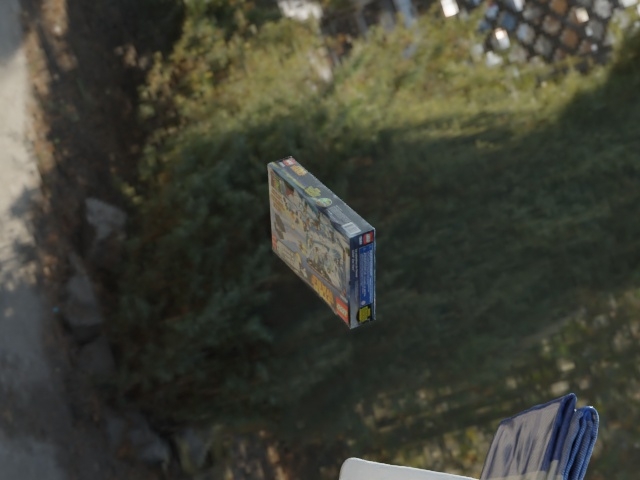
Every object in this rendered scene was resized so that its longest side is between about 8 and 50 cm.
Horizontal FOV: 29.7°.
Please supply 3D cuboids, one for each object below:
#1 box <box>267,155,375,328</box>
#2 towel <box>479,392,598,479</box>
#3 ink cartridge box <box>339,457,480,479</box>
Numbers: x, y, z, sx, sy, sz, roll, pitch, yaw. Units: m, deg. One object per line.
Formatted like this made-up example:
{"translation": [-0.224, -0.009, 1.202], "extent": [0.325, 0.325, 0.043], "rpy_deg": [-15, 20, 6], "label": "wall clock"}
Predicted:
{"translation": [0.000, 0.000, 1.026], "extent": [0.137, 0.027, 0.094], "rpy_deg": [44, -36, 45], "label": "box"}
{"translation": [0.136, 0.265, 0.933], "extent": [0.209, 0.034, 0.285], "rpy_deg": [120, -10, -74], "label": "towel"}
{"translation": [0.053, 0.208, 0.605], "extent": [0.067, 0.115, 0.198], "rpy_deg": [105, -5, -67], "label": "ink cartridge box"}
